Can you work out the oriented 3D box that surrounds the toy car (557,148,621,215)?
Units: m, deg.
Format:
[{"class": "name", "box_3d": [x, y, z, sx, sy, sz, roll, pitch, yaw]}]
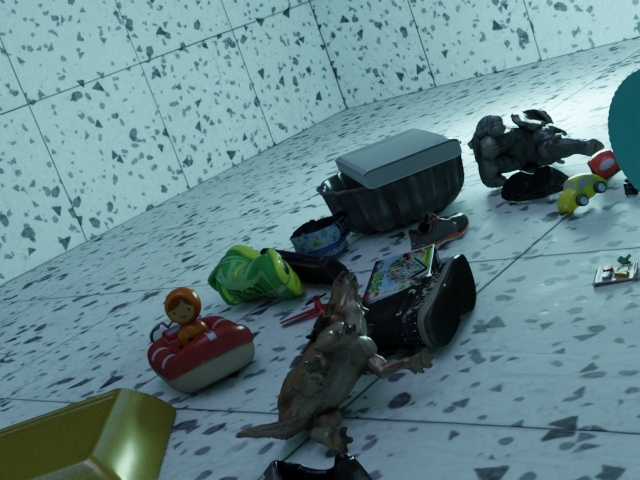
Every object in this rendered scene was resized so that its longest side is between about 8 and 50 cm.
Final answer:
[{"class": "toy car", "box_3d": [0.535, -0.144, 1.709, 0.225, 0.053, 0.239, -34, 1, 43]}]

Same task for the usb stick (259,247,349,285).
[{"class": "usb stick", "box_3d": [-0.036, 0.050, 1.869, 0.045, 0.077, 0.278, -56, 25, -15]}]

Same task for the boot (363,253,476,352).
[{"class": "boot", "box_3d": [0.124, 0.098, 1.419, 0.179, 0.085, 0.236, -16, 14, 27]}]

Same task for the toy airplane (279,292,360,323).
[{"class": "toy airplane", "box_3d": [-0.003, 0.117, 1.647, 0.151, 0.028, 0.151, -18, 13, 4]}]

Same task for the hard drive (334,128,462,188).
[{"class": "hard drive", "box_3d": [0.156, -0.178, 2.031, 0.203, 0.040, 0.307, -21, 13, -5]}]

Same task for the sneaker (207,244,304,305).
[{"class": "sneaker", "box_3d": [-0.128, 0.083, 1.854, 0.123, 0.109, 0.295, -45, 20, -18]}]

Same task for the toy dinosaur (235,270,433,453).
[{"class": "toy dinosaur", "box_3d": [0.003, 0.175, 1.238, 0.296, 0.127, 0.200, -45, 13, -25]}]

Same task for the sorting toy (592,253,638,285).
[{"class": "sorting toy", "box_3d": [0.420, 0.040, 1.372, 0.062, 0.012, 0.083, -14, 15, 26]}]

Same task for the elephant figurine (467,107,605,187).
[{"class": "elephant figurine", "box_3d": [0.453, -0.201, 2.054, 0.240, 0.186, 0.169, -10, -30, -1]}]

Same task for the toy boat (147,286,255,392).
[{"class": "toy boat", "box_3d": [-0.205, 0.147, 1.554, 0.151, 0.151, 0.231, -26, 14, -21]}]

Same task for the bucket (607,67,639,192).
[{"class": "bucket", "box_3d": [0.590, -0.180, 1.466, 0.183, 0.281, 0.281, -27, 15, -26]}]

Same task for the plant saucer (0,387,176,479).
[{"class": "plant saucer", "box_3d": [-0.380, 0.313, 1.310, 0.333, 0.081, 0.333, -19, 13, 3]}]

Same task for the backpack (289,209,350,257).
[{"class": "backpack", "box_3d": [0.000, 0.000, 1.981, 0.105, 0.084, 0.114, -16, 9, 30]}]

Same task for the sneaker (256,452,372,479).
[{"class": "sneaker", "box_3d": [-0.051, 0.269, 0.946, 0.234, 0.106, 0.078, -19, 13, 6]}]

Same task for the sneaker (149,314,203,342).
[{"class": "sneaker", "box_3d": [-0.271, 0.165, 1.822, 0.109, 0.040, 0.044, -25, 16, -19]}]

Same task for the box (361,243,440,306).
[{"class": "box", "box_3d": [0.138, 0.068, 1.617, 0.114, 0.036, 0.207, -17, 14, 14]}]

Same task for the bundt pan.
[{"class": "bundt pan", "box_3d": [0.164, -0.109, 2.096, 0.331, 0.124, 0.331, -18, 13, 4]}]

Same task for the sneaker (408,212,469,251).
[{"class": "sneaker", "box_3d": [0.223, -0.028, 1.813, 0.061, 0.064, 0.158, -6, 19, 45]}]

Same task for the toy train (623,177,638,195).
[{"class": "toy train", "box_3d": [0.583, -0.122, 1.726, 0.027, 0.036, 0.158, -6, 19, 46]}]

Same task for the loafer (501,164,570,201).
[{"class": "loafer", "box_3d": [0.418, -0.102, 1.877, 0.061, 0.062, 0.170, 16, -10, -24]}]
